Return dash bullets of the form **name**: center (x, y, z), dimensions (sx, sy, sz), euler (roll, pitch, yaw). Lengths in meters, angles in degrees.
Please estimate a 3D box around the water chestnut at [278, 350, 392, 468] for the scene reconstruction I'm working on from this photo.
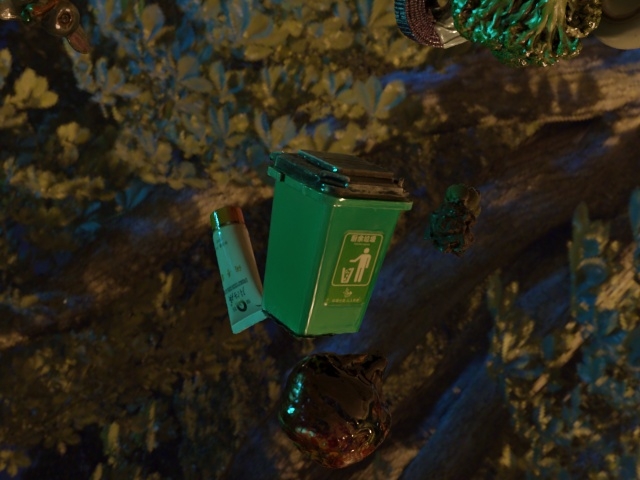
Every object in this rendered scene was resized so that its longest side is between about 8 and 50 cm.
- **water chestnut**: center (0.040, 0.380, 1.865), dimensions (0.289, 0.244, 0.289), euler (30, -142, -27)

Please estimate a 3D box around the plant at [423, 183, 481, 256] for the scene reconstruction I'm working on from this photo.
- **plant**: center (0.203, -0.035, 1.205), dimensions (0.085, 0.087, 0.174), euler (43, -144, -8)

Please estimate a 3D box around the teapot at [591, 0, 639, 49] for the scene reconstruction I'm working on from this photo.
- **teapot**: center (0.706, -0.512, 1.632), dimensions (0.149, 0.318, 0.220), euler (8, -106, -47)

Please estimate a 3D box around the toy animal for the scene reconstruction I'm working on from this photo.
- **toy animal**: center (-0.629, -0.532, 1.854), dimensions (0.251, 0.125, 0.127), euler (25, -106, -36)

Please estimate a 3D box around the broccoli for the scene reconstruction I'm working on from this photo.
- **broccoli**: center (0.416, -0.498, 1.564), dimensions (0.321, 0.283, 0.304), euler (43, -114, 11)

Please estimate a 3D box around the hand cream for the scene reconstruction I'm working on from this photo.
- **hand cream**: center (-0.210, 0.073, 2.031), dimensions (0.089, 0.139, 0.314), euler (5, -121, -49)

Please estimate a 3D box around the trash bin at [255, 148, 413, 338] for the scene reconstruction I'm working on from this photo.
- **trash bin**: center (0.000, 0.000, 1.780), dimensions (0.259, 0.381, 0.295), euler (3, -162, -38)

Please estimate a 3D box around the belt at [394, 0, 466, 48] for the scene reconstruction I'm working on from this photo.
- **belt**: center (0.342, -0.649, 2.082), dimensions (0.260, 0.325, 0.122), euler (44, -177, -24)
